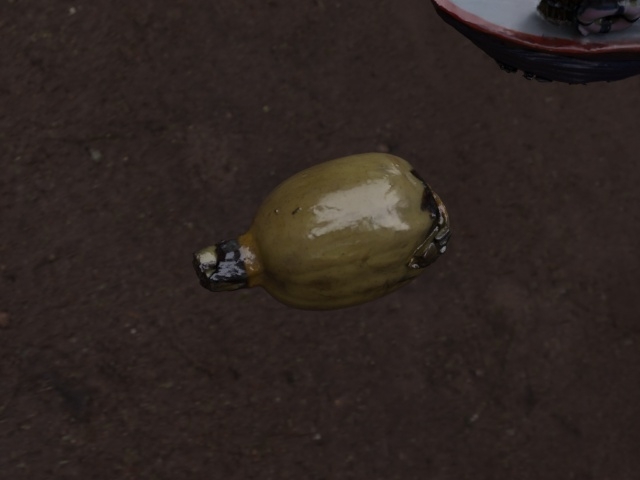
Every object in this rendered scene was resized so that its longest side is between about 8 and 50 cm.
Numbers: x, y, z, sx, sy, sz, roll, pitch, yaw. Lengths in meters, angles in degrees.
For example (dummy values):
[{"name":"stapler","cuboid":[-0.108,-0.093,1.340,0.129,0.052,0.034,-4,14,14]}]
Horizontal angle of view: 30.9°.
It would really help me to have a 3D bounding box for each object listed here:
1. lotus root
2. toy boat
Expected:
[{"name":"lotus root","cuboid":[0.000,0.000,1.392,0.310,0.183,0.183,-18,89,-8]},{"name":"toy boat","cuboid":[0.209,-0.174,0.670,0.219,0.318,0.072,7,71,-24]}]
